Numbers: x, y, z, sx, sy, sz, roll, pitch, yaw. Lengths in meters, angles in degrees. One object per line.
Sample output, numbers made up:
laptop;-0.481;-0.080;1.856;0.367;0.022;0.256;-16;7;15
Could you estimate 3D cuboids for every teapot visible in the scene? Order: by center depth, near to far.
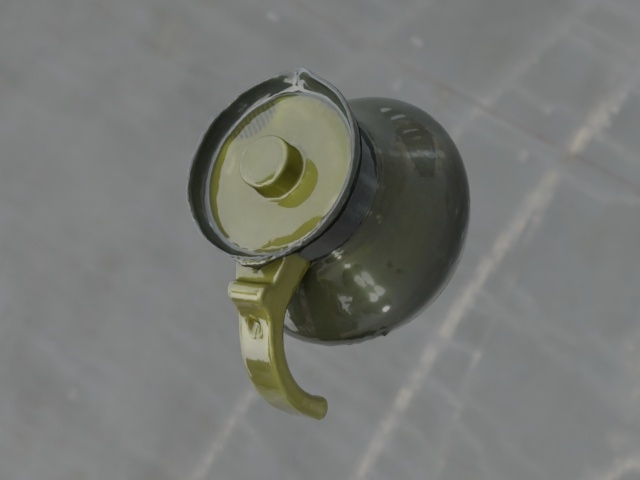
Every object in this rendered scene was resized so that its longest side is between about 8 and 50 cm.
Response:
teapot;0.000;0.000;0.912;0.130;0.119;0.166;5;73;36
